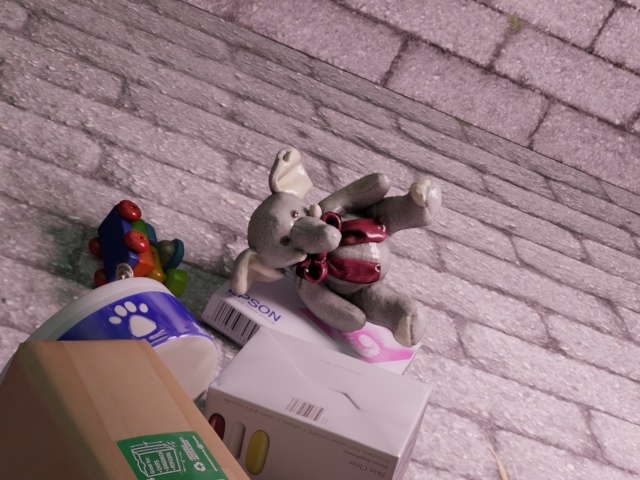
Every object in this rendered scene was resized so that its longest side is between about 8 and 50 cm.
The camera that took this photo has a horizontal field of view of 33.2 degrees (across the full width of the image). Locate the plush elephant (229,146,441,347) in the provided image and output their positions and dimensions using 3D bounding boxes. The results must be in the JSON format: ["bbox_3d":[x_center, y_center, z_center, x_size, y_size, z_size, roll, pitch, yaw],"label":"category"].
[{"bbox_3d":[0.000,0.000,1.719,0.330,0.271,0.255,10,-5,39],"label":"plush elephant"}]

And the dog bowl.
[{"bbox_3d":[-0.255,0.175,1.287,0.104,0.265,0.265,43,29,22],"label":"dog bowl"}]

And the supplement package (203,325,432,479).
[{"bbox_3d":[-0.009,0.257,1.456,0.262,0.145,0.204,18,24,12],"label":"supplement package"}]

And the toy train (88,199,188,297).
[{"bbox_3d":[-0.271,0.053,1.696,0.143,0.105,0.248,28,23,-33],"label":"toy train"}]

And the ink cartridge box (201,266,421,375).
[{"bbox_3d":[0.006,0.138,1.835,0.324,0.071,0.330,32,28,8],"label":"ink cartridge box"}]

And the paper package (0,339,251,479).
[{"bbox_3d":[-0.210,0.304,1.048,0.168,0.309,0.325,-1,40,-45],"label":"paper package"}]
